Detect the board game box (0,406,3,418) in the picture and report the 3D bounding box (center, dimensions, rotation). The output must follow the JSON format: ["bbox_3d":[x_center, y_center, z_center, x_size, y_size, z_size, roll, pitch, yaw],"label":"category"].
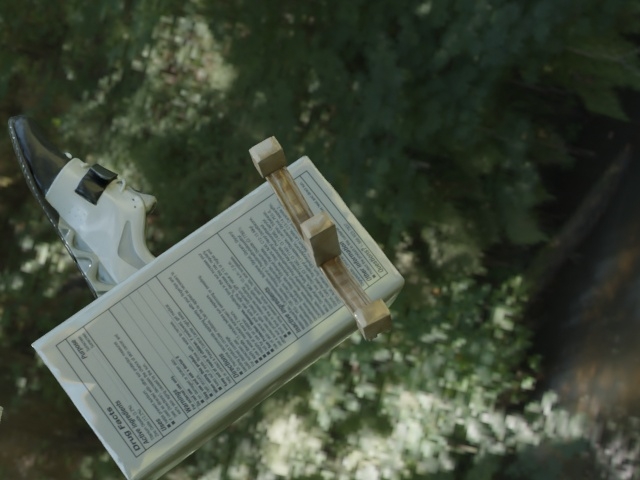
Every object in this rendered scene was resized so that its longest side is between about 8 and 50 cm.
[{"bbox_3d":[-0.421,0.309,1.199,0.193,0.053,0.305,4,-80,-66],"label":"board game box"}]

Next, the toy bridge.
[{"bbox_3d":[0.000,0.000,0.973,0.188,0.026,0.063,57,173,25],"label":"toy bridge"}]

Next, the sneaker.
[{"bbox_3d":[-0.314,-0.051,1.728,0.146,0.330,0.122,-32,-2,-11],"label":"sneaker"}]

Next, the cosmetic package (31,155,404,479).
[{"bbox_3d":[-0.092,0.078,1.152,0.309,0.160,0.113,-35,-10,-12],"label":"cosmetic package"}]
